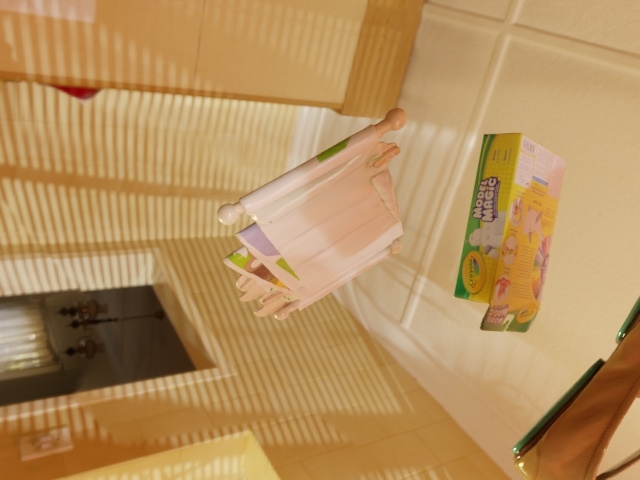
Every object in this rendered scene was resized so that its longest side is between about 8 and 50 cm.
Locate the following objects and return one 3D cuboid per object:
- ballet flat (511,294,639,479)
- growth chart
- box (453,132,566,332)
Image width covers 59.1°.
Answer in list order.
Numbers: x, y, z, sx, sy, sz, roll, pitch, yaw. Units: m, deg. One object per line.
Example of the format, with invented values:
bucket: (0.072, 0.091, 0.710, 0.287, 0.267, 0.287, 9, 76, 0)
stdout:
ballet flat: (0.234, 0.095, 0.408, 0.073, 0.080, 0.232, 39, -80, 29)
growth chart: (0.000, 0.000, 0.483, 0.021, 0.172, 0.237, 61, -4, 26)
box: (0.182, -0.002, 0.540, 0.043, 0.105, 0.179, 7, -94, 46)
